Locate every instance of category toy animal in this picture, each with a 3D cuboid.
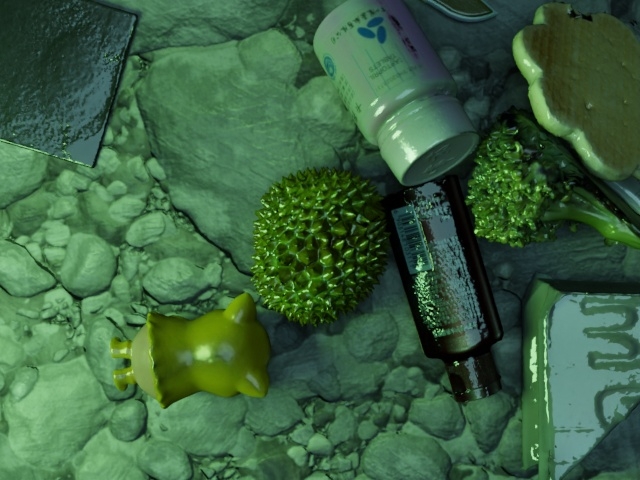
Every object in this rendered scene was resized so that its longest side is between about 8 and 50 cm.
[{"bbox_3d":[-0.188,0.165,1.380,0.230,0.156,0.156,-10,90,3],"label":"toy animal"}]

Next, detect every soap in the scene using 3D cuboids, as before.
[{"bbox_3d":[0.428,0.202,1.375,0.258,0.159,0.302,1,91,-2],"label":"soap"}]

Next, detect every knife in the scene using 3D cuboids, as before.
[{"bbox_3d":[0.115,-0.420,1.436,0.343,0.027,0.061,32,86,0],"label":"knife"}]

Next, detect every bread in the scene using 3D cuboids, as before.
[{"bbox_3d":[0.405,-0.208,1.356,0.316,0.054,0.316,14,57,-22],"label":"bread"}]

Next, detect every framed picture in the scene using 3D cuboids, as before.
[{"bbox_3d":[-0.463,-0.270,1.442,0.324,0.013,0.244,17,90,0],"label":"framed picture"}]

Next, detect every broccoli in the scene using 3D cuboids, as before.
[{"bbox_3d":[0.309,-0.042,1.350,0.273,0.242,0.180,46,112,6],"label":"broccoli"}]

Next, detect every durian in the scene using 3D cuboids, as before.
[{"bbox_3d":[0.000,0.003,1.369,0.200,0.176,0.236,14,79,-19],"label":"durian"}]

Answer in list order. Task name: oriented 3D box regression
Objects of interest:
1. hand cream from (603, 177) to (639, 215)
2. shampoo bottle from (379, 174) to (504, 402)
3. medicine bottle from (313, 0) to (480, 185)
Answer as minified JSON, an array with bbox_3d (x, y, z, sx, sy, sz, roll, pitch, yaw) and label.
[{"bbox_3d":[0.553,-0.036,1.424,0.121,0.076,0.336,-42,84,-5],"label":"hand cream"},{"bbox_3d":[0.188,0.073,1.405,0.129,0.084,0.322,-18,90,16],"label":"shampoo bottle"},{"bbox_3d":[0.106,-0.214,1.343,0.152,0.152,0.254,-28,71,0],"label":"medicine bottle"}]
